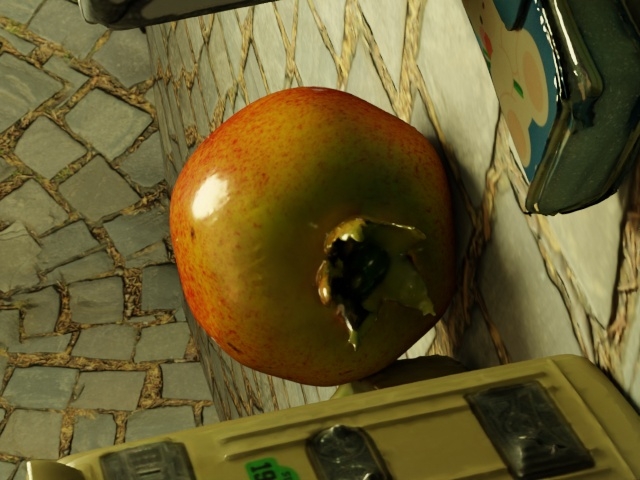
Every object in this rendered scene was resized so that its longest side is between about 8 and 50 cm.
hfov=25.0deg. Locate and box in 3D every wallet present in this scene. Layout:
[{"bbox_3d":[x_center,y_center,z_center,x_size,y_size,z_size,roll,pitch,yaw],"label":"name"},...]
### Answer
[{"bbox_3d":[0.110,-0.126,0.744,0.141,0.059,0.202,89,166,-67],"label":"wallet"}]

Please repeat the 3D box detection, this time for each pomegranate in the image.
[{"bbox_3d":[0.000,0.000,1.052,0.257,0.221,0.220,-156,54,-68],"label":"pomegranate"}]

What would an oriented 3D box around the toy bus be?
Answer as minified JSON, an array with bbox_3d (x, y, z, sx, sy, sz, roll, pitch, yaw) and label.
[{"bbox_3d":[0.010,0.191,0.804,0.177,0.365,0.201,-120,24,-54],"label":"toy bus"}]

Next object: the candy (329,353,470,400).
[{"bbox_3d":[0.081,0.214,1.110,0.260,0.118,0.259,168,90,-76],"label":"candy"}]

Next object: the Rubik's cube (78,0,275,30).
[{"bbox_3d":[-0.045,-0.302,0.824,0.255,0.260,0.259,96,161,-62],"label":"Rubik's cube"}]
